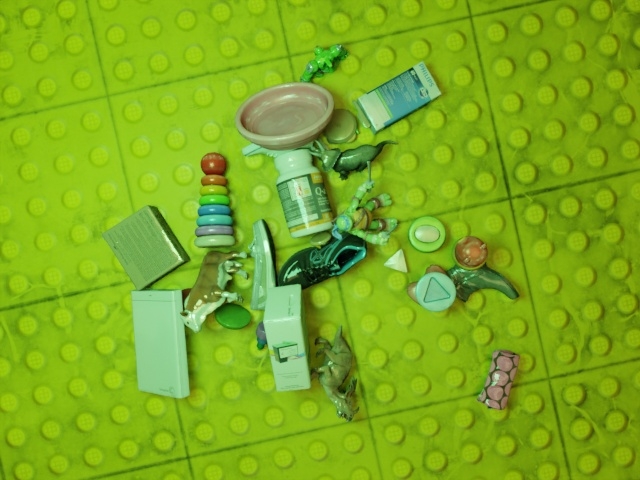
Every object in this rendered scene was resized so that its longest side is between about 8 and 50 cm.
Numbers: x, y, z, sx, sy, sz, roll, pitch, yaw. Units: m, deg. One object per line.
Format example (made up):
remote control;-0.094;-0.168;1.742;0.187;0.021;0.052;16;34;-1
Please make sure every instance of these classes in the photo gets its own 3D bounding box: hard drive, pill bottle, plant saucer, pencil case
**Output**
hard drive;-0.553;0.345;1.466;0.233;0.047;0.353;-4;91;32
pill bottle;-0.060;-0.157;1.460;0.162;0.162;0.278;-15;91;0
plant saucer;-0.114;-0.407;1.426;0.332;0.084;0.332;-6;48;7
pencil case;0.625;0.485;1.505;0.098;0.095;0.209;17;88;16

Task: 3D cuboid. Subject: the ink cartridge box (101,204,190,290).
ink cartridge box;-0.605;0.024;1.496;0.193;0.088;0.234;-32;91;2

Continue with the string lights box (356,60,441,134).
string lights box;0.271;-0.496;1.500;0.260;0.077;0.133;-29;91;0

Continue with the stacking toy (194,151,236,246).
stacking toy;-0.371;-0.142;1.481;0.141;0.141;0.330;-4;86;0

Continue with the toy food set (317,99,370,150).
toy food set;0.070;-0.402;1.525;0.192;0.038;0.132;-28;85;9

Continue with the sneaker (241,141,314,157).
sneaker;-0.145;-0.325;1.494;0.258;0.094;0.091;-16;105;6

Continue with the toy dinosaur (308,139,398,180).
toy dinosaur;0.120;-0.277;1.460;0.314;0.160;0.121;-5;91;0

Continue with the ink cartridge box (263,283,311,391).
ink cartridge box;-0.103;0.312;1.397;0.117;0.201;0.278;-6;115;0

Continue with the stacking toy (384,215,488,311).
stacking toy;0.385;0.068;1.445;0.279;0.130;0.309;38;94;11

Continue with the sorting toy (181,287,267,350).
sorting toy;-0.343;0.296;1.505;0.366;0.127;0.126;22;114;2

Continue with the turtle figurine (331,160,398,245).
turtle figurine;0.190;-0.091;1.392;0.198;0.266;0.274;47;119;17

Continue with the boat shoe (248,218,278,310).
boat shoe;-0.208;0.087;1.487;0.103;0.118;0.320;-5;99;0

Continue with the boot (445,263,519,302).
boot;0.556;0.161;1.513;0.246;0.083;0.161;41;95;7

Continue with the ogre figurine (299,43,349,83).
ogre figurine;0.015;-0.613;1.478;0.197;0.118;0.096;-16;90;-1

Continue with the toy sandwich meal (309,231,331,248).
toy sandwich meal;0.000;0.000;1.469;0.086;0.085;0.029;-21;117;0

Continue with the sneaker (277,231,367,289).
sneaker;0.003;0.079;1.462;0.341;0.139;0.125;-32;110;2

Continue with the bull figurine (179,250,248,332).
bull figurine;-0.348;0.155;1.423;0.188;0.101;0.310;0;51;4

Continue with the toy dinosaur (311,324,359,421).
toy dinosaur;0.063;0.449;1.491;0.200;0.127;0.295;19;78;-8
